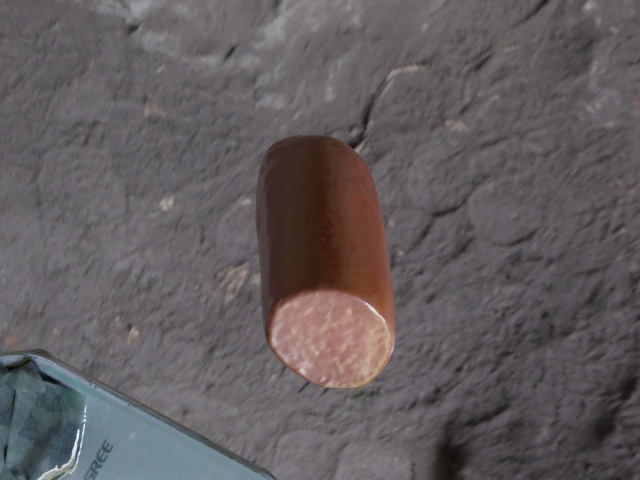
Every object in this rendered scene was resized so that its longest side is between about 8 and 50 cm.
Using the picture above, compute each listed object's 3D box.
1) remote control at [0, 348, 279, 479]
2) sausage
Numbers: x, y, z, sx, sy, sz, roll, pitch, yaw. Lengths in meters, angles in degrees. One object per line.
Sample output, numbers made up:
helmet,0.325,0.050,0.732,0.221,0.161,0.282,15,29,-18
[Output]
remote control,-0.129,0.154,0.811,0.247,0.052,0.104,30,95,-4
sausage,0.000,0.000,1.032,0.114,0.113,0.259,13,35,-14
